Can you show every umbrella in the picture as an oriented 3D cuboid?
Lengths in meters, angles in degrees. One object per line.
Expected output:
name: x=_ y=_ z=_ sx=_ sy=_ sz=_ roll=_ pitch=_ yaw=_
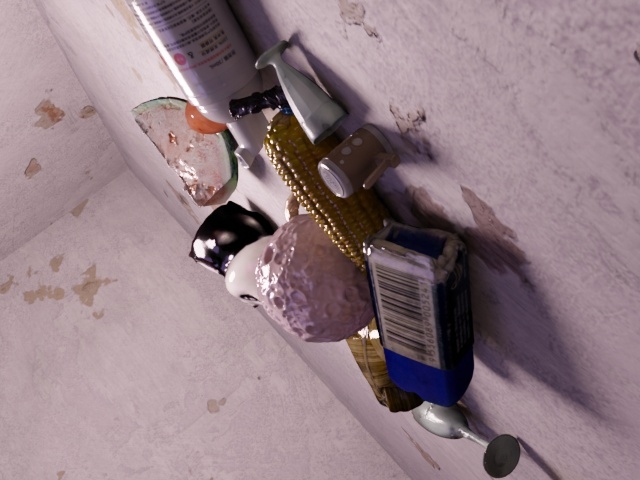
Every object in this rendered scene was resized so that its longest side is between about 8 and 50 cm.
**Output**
umbrella: x=-0.086 y=-0.231 z=1.172 sx=0.040 sy=0.144 sz=0.037 roll=70 pitch=-155 yaw=-16

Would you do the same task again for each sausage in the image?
sausage: x=-0.214 y=-0.277 z=1.449 sx=0.113 sy=0.113 sz=0.259 roll=54 pitch=166 yaw=-14

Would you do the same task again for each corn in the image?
corn: x=0.036 y=-0.070 z=1.213 sx=0.363 sy=0.120 sz=0.120 roll=49 pitch=166 yaw=-13

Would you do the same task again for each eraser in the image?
eraser: x=0.170 y=0.122 z=1.162 sx=0.155 sy=0.101 sz=0.332 roll=18 pitch=137 yaw=36

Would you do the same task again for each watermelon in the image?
watermelon: x=-0.319 y=-0.235 z=1.740 sx=0.305 sy=0.180 sz=0.224 roll=50 pitch=151 yaw=8

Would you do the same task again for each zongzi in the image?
zongzi: x=0.185 y=0.265 z=1.551 sx=0.286 sy=0.134 sz=0.288 roll=61 pitch=156 yaw=-13

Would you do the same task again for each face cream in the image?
face cream: x=-0.183 y=-0.300 z=1.239 sx=0.145 sy=0.145 sz=0.369 roll=32 pitch=157 yaw=51

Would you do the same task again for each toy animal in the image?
toy animal: x=-0.195 y=0.055 z=2.012 sx=0.310 sy=0.251 sz=0.251 roll=32 pitch=160 yaw=17

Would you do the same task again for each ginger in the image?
ginger: x=0.000 y=0.000 z=1.600 sx=0.288 sy=0.075 sz=0.089 roll=54 pitch=171 yaw=-27

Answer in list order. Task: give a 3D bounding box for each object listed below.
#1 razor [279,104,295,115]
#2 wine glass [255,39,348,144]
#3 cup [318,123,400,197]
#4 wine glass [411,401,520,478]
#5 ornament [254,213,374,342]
razor: x=-0.036 y=-0.176 z=1.309 sx=0.082 sy=0.042 sz=0.253 roll=-2 pitch=142 yaw=15
wine glass: x=-0.029 y=-0.231 z=1.102 sx=0.155 sy=0.073 sz=0.073 roll=53 pitch=166 yaw=4
cup: x=0.061 y=-0.109 z=1.065 sx=0.102 sy=0.099 sz=0.074 roll=43 pitch=164 yaw=28
wine glass: x=0.308 y=0.355 z=1.619 sx=0.309 sy=0.096 sz=0.264 roll=-161 pitch=58 yaw=-65
ornament: x=0.010 y=0.067 z=1.372 sx=0.259 sy=0.259 sz=0.225 roll=48 pitch=126 yaw=10
